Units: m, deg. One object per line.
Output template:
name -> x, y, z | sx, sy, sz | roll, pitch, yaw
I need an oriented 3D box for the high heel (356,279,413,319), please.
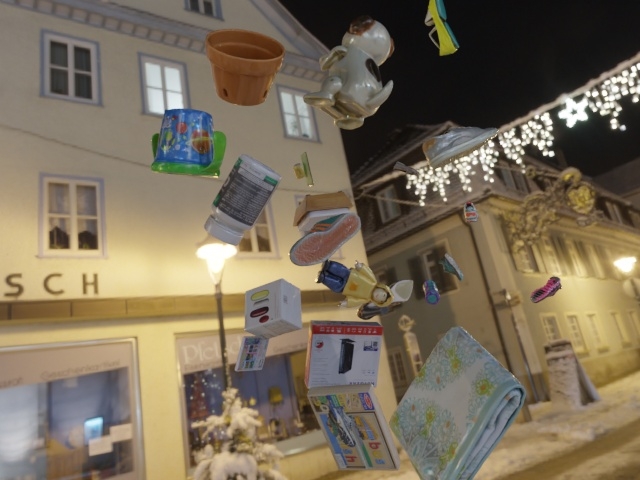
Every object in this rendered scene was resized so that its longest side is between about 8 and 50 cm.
high heel -> 0.272, 0.246, 2.101 | 0.261, 0.093, 0.186 | -34, 7, -37

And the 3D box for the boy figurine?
boy figurine -> 0.124, 0.164, 1.731 | 0.285, 0.177, 0.092 | 26, 5, -7

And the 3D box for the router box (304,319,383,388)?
router box -> 0.108, 0.527, 2.279 | 0.336, 0.300, 0.082 | 3, 6, -14

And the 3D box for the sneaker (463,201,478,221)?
sneaker -> 0.633, -0.130, 2.073 | 0.057, 0.075, 0.161 | -6, 17, 19

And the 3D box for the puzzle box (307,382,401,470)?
puzzle box -> 0.138, 0.757, 1.978 | 0.272, 0.408, 0.052 | -13, 20, 24

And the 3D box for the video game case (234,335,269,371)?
video game case -> -0.301, 0.501, 2.185 | 0.143, 0.157, 0.019 | 11, 6, -44

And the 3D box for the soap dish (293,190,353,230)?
soap dish -> 0.001, -0.139, 2.361 | 0.229, 0.118, 0.291 | -8, -10, -17

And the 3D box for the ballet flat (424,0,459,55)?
ballet flat -> 0.407, -0.750, 1.707 | 0.077, 0.230, 0.077 | -22, -5, 34

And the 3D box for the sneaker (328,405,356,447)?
sneaker -> 0.082, 0.587, 1.565 | 0.058, 0.135, 0.052 | -16, -28, -31

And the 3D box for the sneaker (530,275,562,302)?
sneaker -> 0.755, 0.174, 1.636 | 0.119, 0.047, 0.057 | -38, -59, 1

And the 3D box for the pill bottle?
pill bottle -> -0.340, -0.171, 2.115 | 0.361, 0.204, 0.204 | -58, -31, 7

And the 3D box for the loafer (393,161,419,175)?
loafer -> 0.397, -0.322, 2.281 | 0.039, 0.125, 0.045 | -54, -26, -11

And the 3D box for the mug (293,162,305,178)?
mug -> -0.100, -0.346, 2.431 | 0.062, 0.064, 0.078 | -35, 29, -14

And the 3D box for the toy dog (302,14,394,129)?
toy dog -> 0.152, -0.731, 2.069 | 0.285, 0.407, 0.395 | 22, -11, -32

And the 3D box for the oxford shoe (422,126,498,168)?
oxford shoe -> 0.595, -0.423, 2.074 | 0.450, 0.130, 0.169 | -24, -12, -34

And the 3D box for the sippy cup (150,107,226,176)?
sippy cup -> -0.471, -0.343, 1.740 | 0.306, 0.223, 0.240 | 3, 4, 0

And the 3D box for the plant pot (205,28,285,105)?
plant pot -> -0.293, -0.648, 1.869 | 0.291, 0.290, 0.203 | -4, -46, -21

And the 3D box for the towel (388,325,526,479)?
towel -> 0.348, 0.453, 1.329 | 0.090, 0.374, 0.320 | 27, 9, -23

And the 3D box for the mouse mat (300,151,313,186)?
mouse mat -> -0.061, -0.322, 2.237 | 0.007, 0.152, 0.190 | -14, 7, -7

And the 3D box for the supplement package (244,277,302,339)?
supplement package -> -0.206, 0.300, 2.139 | 0.203, 0.194, 0.149 | -22, -36, 25

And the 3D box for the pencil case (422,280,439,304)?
pencil case -> 0.489, 0.229, 2.184 | 0.064, 0.070, 0.151 | -46, 5, 14

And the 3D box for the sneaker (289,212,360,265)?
sneaker -> 0.000, 0.000, 1.687 | 0.302, 0.108, 0.121 | -31, 14, -31

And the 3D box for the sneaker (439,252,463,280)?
sneaker -> 0.689, 0.151, 2.598 | 0.076, 0.166, 0.065 | -39, -30, 18
